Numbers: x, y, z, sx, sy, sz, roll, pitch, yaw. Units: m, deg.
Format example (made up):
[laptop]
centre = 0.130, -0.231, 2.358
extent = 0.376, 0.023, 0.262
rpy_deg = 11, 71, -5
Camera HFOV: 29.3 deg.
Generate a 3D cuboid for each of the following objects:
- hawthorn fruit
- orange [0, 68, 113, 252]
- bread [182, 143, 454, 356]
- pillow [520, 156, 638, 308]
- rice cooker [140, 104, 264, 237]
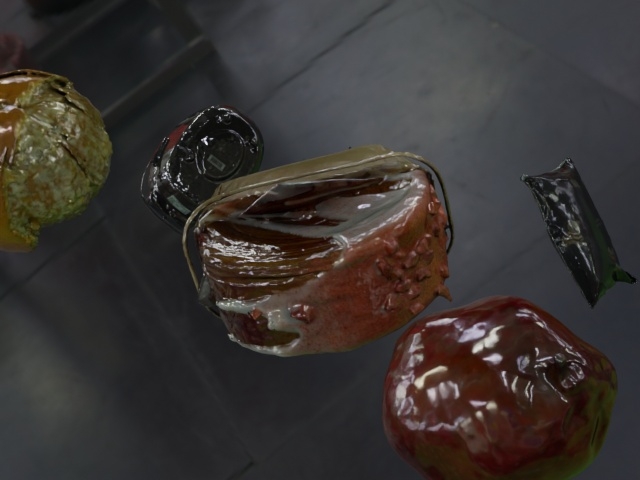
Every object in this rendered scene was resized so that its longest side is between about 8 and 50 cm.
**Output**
[hawthorn fruit]
centre = 0.173, 0.146, 1.140
extent = 0.208, 0.208, 0.248
rpy_deg = -55, 8, -24
[orange]
centre = -0.241, -0.061, 0.987
extent = 0.157, 0.134, 0.156
rpy_deg = -1, 51, 1
[bread]
centre = 0.000, 0.000, 1.005
extent = 0.224, 0.142, 0.212
rpy_deg = -15, 24, 0
[pillow]
centre = 0.260, -0.009, 1.236
extent = 0.048, 0.150, 0.090
rpy_deg = -29, -4, 26
[rice cooker]
centre = -0.165, -0.104, 1.754
extent = 0.203, 0.142, 0.118
rpy_deg = -59, 17, -24
